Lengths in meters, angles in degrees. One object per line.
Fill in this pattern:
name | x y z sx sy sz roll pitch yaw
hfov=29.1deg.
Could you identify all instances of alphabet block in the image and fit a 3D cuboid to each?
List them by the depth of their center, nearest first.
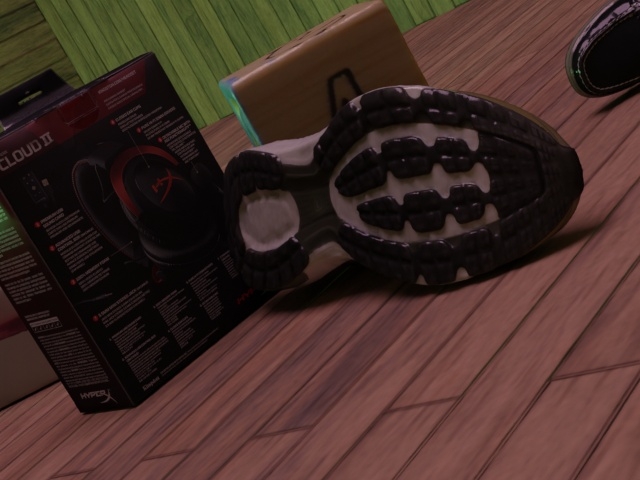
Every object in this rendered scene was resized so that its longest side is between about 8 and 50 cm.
alphabet block | 0.016 -0.147 1.434 0.197 0.193 0.192 -30 13 -3

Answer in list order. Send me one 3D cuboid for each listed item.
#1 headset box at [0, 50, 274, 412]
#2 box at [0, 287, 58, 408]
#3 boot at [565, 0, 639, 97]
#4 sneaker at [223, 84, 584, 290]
headset box | -0.198 -0.021 1.155 0.110 0.293 0.218 -16 19 50
box | -0.319 0.086 1.409 0.232 0.126 0.148 -27 12 13
boot | 0.353 -0.205 1.130 0.236 0.085 0.178 -30 14 -5
sneaker | 0.081 -0.053 1.041 0.182 0.158 0.410 -16 7 -35
